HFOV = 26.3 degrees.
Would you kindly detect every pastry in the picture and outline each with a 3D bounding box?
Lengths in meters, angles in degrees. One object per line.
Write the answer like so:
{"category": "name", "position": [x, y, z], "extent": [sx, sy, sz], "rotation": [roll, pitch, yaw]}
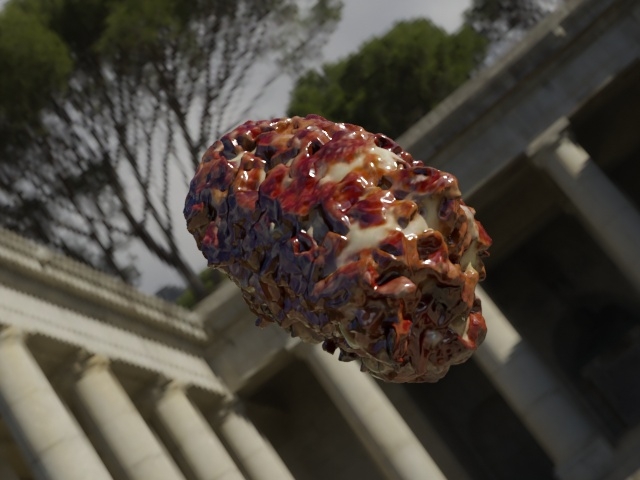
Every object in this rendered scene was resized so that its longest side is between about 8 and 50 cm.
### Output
{"category": "pastry", "position": [0.001, -0.002, 0.701], "extent": [0.097, 0.208, 0.115], "rotation": [37, -95, -41]}
